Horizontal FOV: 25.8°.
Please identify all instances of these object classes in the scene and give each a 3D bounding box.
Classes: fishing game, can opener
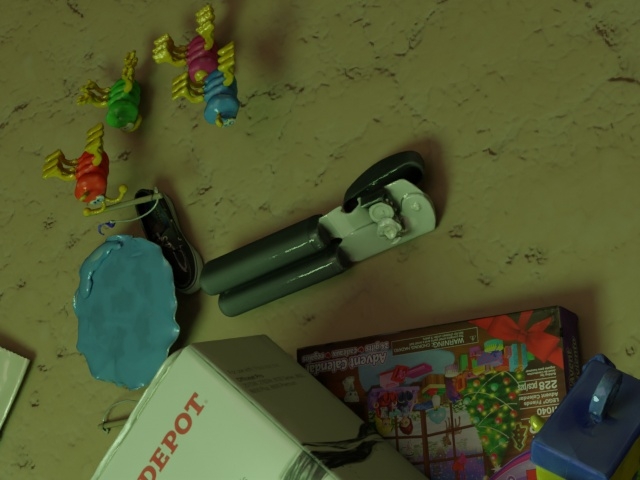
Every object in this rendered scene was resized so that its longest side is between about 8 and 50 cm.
[{"bbox_3d":[-0.220,0.083,1.610,0.189,0.041,0.264,-17,76,41],"label":"fishing game"},{"bbox_3d":[0.000,0.000,1.506,0.280,0.074,0.093,-26,31,21],"label":"can opener"}]

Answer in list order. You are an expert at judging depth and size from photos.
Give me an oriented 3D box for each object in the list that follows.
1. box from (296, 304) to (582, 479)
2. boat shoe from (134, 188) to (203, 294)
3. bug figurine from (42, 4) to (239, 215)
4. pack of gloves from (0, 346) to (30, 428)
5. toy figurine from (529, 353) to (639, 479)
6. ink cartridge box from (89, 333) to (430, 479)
[{"bbox_3d":[0.118,0.186,1.381,0.293,0.057,0.201,-12,72,27],"label":"box"},{"bbox_3d":[-0.180,0.000,1.617,0.049,0.040,0.142,-37,61,17],"label":"boat shoe"},{"bbox_3d":[-0.188,-0.153,1.614,0.279,0.072,0.216,-28,38,23],"label":"bug figurine"},{"bbox_3d":[-0.465,0.225,1.736,0.195,0.046,0.232,18,90,21],"label":"pack of gloves"},{"bbox_3d":[0.255,0.176,1.107,0.191,0.217,0.362,20,46,32],"label":"toy figurine"},{"bbox_3d":[-0.026,0.317,1.310,0.395,0.166,0.285,40,107,21],"label":"ink cartridge box"}]
